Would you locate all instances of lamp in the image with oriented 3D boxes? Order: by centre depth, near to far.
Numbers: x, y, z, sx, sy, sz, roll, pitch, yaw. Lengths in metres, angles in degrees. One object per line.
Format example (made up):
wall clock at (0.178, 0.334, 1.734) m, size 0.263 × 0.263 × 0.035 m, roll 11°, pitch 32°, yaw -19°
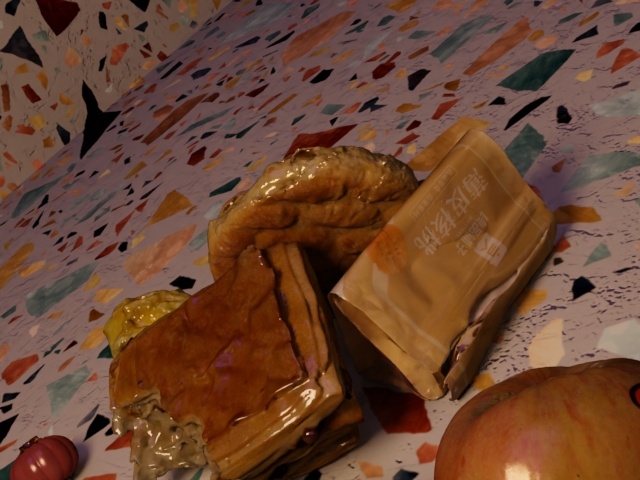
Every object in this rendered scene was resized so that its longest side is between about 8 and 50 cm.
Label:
lamp at (-0.423, 0.346, 1.406) m, size 0.107 × 0.092 × 0.107 m, roll -36°, pitch -5°, yaw -4°

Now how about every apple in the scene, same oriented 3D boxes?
apple at (0.224, 0.212, 0.816) m, size 0.260 × 0.194 × 0.261 m, roll -13°, pitch -6°, yaw -1°

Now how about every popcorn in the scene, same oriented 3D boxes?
popcorn at (-0.244, 0.169, 1.416) m, size 0.197 × 0.198 × 0.156 m, roll -17°, pitch 33°, yaw 27°

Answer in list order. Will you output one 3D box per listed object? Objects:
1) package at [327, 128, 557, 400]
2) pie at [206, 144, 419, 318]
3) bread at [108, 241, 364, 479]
package at (0.180, 0.045, 1.194) m, size 0.165 × 0.221 × 0.311 m, roll 24°, pitch 60°, yaw 34°
pie at (0.000, 0.000, 1.279) m, size 0.339 × 0.339 × 0.083 m, roll -26°, pitch 51°, yaw 13°
bread at (-0.105, 0.203, 1.192) m, size 0.370 × 0.191 × 0.314 m, roll -38°, pitch 43°, yaw 19°
